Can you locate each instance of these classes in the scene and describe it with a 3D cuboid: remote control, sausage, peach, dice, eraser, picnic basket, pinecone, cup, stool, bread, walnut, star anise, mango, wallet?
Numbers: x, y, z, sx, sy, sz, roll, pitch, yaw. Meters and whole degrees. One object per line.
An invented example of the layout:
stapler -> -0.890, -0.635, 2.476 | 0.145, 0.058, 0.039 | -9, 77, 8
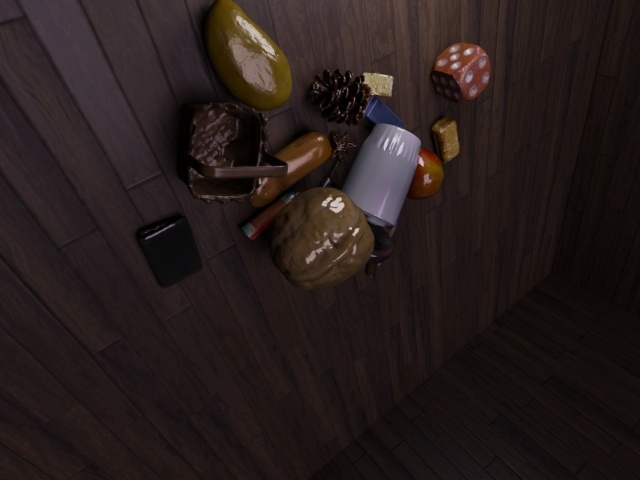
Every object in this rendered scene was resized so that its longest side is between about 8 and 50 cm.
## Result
remote control -> 0.070, -0.190, 1.768 | 0.212, 0.028, 0.059 | 33, 89, -47
sausage -> -0.175, -0.098, 1.588 | 0.264, 0.083, 0.083 | -40, 135, -14
peach -> 0.427, -0.289, 1.869 | 0.230, 0.231, 0.231 | -21, 128, -29
dice -> 0.576, -0.683, 1.769 | 0.179, 0.175, 0.174 | -49, 137, -4
eraser -> 0.247, -0.489, 1.718 | 0.225, 0.036, 0.082 | 23, 100, -45
picnic basket -> -0.267, -0.248, 1.247 | 0.254, 0.321, 0.292 | -5, 117, -34
pinecone -> 0.056, -0.489, 1.463 | 0.212, 0.168, 0.186 | -4, 77, -23
cup -> 0.235, -0.247, 1.702 | 0.253, 0.253, 0.372 | 24, 89, -46
stool -> 0.157, 0.032, 1.838 | 0.271, 0.272, 0.179 | -3, 134, -39
sausage -> -0.122, -0.250, 1.510 | 0.353, 0.116, 0.134 | -38, 148, -11
bread -> 0.205, -0.580, 1.594 | 0.109, 0.080, 0.084 | -12, 121, -37
walnut -> 0.000, 0.000, 1.528 | 0.381, 0.381, 0.382 | -21, 128, -29
star anise -> 0.064, -0.328, 1.652 | 0.097, 0.070, 0.191 | 15, 110, -16
mango -> -0.213, -0.514, 1.253 | 0.331, 0.142, 0.195 | 35, 87, -39
wallet -> -0.495, 0.042, 1.434 | 0.168, 0.052, 0.245 | -28, 136, -24
bread -> 0.575, -0.462, 1.977 | 0.114, 0.083, 0.211 | -36, 134, -9

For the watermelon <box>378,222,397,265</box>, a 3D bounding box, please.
watermelon -> 0.291, 0.011, 2.053 | 0.154, 0.094, 0.241 | 17, 103, -52
